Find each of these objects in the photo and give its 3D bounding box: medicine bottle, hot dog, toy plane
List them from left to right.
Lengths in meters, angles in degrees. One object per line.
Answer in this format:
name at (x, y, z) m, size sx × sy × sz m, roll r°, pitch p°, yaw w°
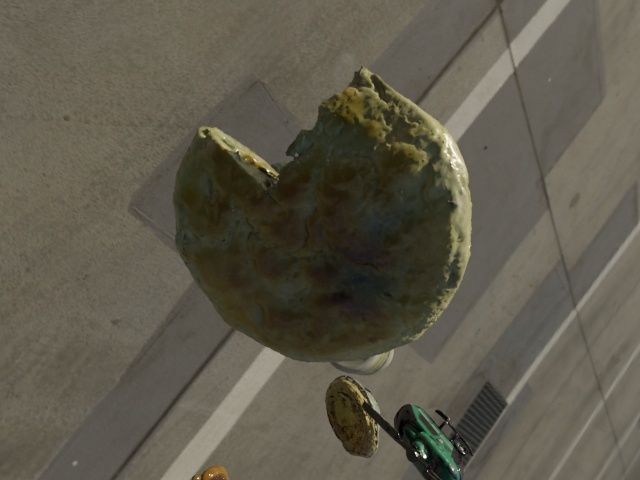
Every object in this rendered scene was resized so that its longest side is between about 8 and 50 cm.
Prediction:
hot dog at (-0.380, 0.830, 1.628) m, size 0.140 × 0.060 × 0.089 m, roll 8°, pitch 82°, yaw -56°
medicine bottle at (0.154, 0.389, 1.733) m, size 0.208 × 0.208 × 0.340 m, roll -55°, pitch 154°, yaw -4°
toy plane at (0.241, 0.458, 0.947) m, size 0.155 × 0.381 × 0.106 m, roll 21°, pitch 109°, yaw -41°

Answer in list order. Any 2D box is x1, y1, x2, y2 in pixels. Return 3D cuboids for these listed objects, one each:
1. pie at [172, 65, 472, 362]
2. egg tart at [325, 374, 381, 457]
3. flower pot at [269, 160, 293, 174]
pie at (0.000, 0.000, 0.497) m, size 0.075 × 0.338 × 0.337 m, roll -49°, pitch 149°, yaw -63°
egg tart at (0.103, 0.498, 1.347) m, size 0.094 × 0.234 × 0.233 m, roll -10°, pitch 118°, yaw -33°
flower pot at (-0.085, -0.161, 1.472) m, size 0.243 × 0.189 × 0.156 m, roll 2°, pitch 79°, yaw -33°
